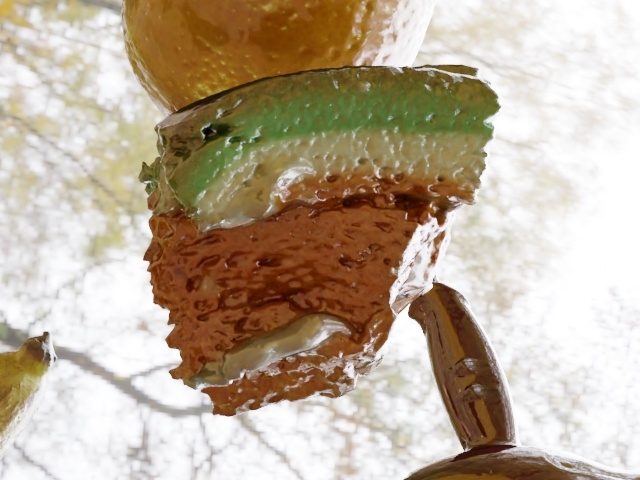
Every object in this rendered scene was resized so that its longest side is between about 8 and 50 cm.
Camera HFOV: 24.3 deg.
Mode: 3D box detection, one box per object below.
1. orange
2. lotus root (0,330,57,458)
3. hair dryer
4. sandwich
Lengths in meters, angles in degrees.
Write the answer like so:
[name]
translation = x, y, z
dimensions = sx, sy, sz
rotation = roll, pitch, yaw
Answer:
[orange]
translation = -0.033, -0.131, 0.902
dimensions = 0.237, 0.179, 0.158
rotation = 150, -43, -74
[lotus root]
translation = -0.311, 0.159, 1.345
dimensions = 0.190, 0.094, 0.108
rotation = -37, -125, -15
[hair dryer]
translation = 0.175, 0.130, 1.212
dimensions = 0.123, 0.312, 0.340
rotation = 98, -19, -50
[sandwich]
translation = 0.009, -0.003, 0.716
dimensions = 0.109, 0.184, 0.160
rotation = -178, -104, -78
